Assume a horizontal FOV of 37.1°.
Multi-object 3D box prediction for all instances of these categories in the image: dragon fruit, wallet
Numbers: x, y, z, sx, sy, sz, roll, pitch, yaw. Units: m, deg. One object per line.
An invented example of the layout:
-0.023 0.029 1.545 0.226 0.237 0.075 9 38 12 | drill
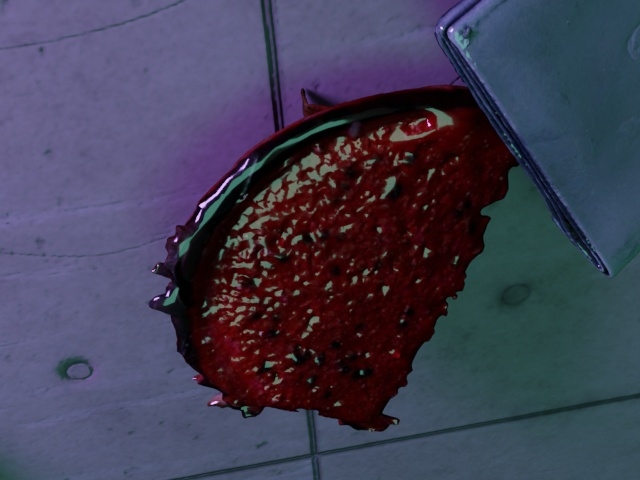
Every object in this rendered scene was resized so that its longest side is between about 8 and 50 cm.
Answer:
0.000 0.000 0.797 0.282 0.100 0.343 12 116 -33 | dragon fruit
0.250 -0.140 0.734 0.251 0.054 0.290 -41 124 -1 | wallet
